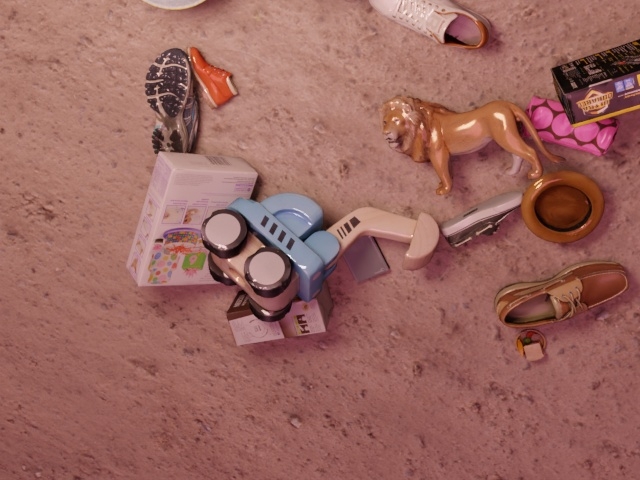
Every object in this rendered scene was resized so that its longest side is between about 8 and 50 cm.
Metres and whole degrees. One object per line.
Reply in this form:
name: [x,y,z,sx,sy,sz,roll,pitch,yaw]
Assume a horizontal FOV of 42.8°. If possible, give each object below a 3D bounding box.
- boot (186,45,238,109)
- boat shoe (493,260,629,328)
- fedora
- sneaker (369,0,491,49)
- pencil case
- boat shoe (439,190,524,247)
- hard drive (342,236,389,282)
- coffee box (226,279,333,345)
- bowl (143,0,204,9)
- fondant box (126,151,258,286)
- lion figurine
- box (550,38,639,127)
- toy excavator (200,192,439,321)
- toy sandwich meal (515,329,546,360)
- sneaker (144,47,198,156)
boot: [-0.260,-0.402,1.957,0.084,0.059,0.158,-24,112,12]
boat shoe: [0.586,0.148,1.988,0.324,0.120,0.123,-20,107,17]
fedora: [0.563,-0.087,1.918,0.194,0.079,0.194,1,115,2]
sneaker: [0.238,-0.500,1.787,0.290,0.123,0.106,21,116,3]
pencil case: [0.560,-0.254,1.846,0.209,0.095,0.098,15,79,6]
boat shoe: [0.398,-0.049,1.970,0.219,0.078,0.070,-26,105,27]
hard drive: [0.106,0.033,2.082,0.094,0.022,0.135,-23,106,18]
coffee box: [-0.103,0.182,2.117,0.246,0.141,0.098,-11,110,14]
bowl: [-0.308,-0.665,1.799,0.289,0.156,0.290,4,112,9]
fondant box: [-0.318,-0.048,2.014,0.096,0.238,0.330,43,122,42]
lion figurine: [0.334,-0.241,1.848,0.392,0.142,0.240,-11,104,21]
box: [0.617,-0.335,1.674,0.257,0.322,0.079,-15,107,15]
toy excavator: [0.000,0.000,1.951,0.433,0.222,0.445,41,71,17]
toy sandwich meal: [0.539,0.269,2.096,0.085,0.029,0.086,4,113,9]
sneaker: [-0.347,-0.330,1.963,0.110,0.122,0.283,16,121,13]
